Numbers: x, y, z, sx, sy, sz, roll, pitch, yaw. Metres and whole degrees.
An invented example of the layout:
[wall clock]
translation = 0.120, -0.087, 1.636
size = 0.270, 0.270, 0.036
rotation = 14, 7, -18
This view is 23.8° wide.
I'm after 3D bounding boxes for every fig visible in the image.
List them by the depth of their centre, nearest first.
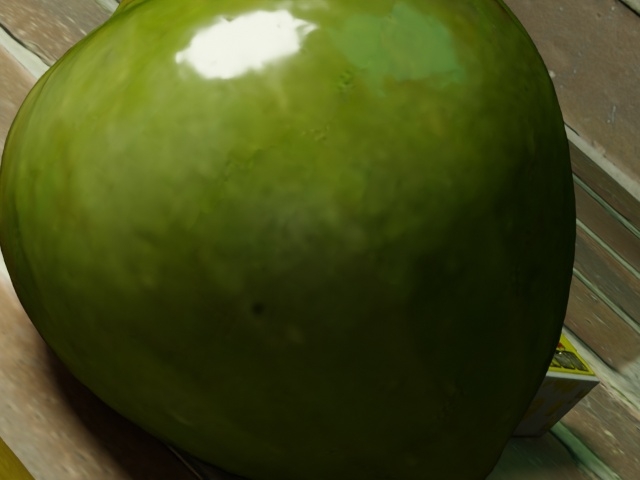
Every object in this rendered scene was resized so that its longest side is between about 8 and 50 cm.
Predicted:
[fig]
translation = 0.000, 0.000, 0.789
size = 0.316, 0.316, 0.316
rotation = 35, 17, -13

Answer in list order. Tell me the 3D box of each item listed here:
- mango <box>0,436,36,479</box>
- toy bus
[mango]
translation = -0.174, 0.088, 0.287
size = 0.446, 0.232, 0.300
rotation = 45, 11, -21
[toy bus]
translation = 0.123, 0.099, 1.117
size = 0.074, 0.081, 0.226
rotation = 53, 18, 25
